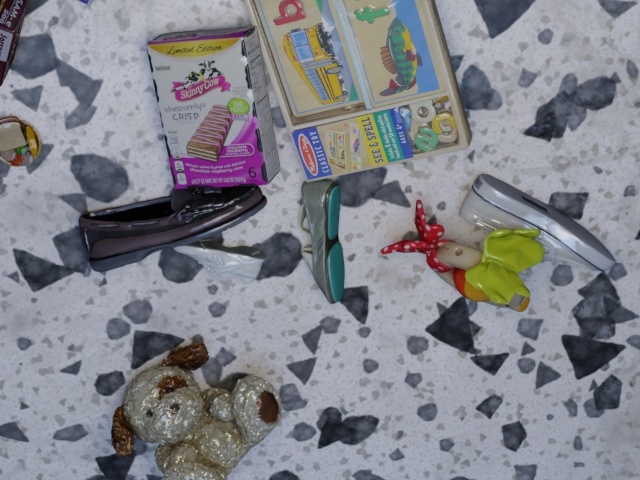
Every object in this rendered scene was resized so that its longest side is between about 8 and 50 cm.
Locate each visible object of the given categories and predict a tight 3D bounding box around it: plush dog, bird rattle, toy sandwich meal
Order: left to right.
[{"bbox_3d":[-0.473,-0.151,1.856,0.085,0.029,0.086,-2,112,-4],"label":"toy sandwich meal"},{"bbox_3d":[-0.224,0.301,2.002,0.225,0.210,0.262,42,75,-4],"label":"plush dog"},{"bbox_3d":[0.233,0.050,1.917,0.253,0.143,0.207,8,153,33],"label":"bird rattle"}]

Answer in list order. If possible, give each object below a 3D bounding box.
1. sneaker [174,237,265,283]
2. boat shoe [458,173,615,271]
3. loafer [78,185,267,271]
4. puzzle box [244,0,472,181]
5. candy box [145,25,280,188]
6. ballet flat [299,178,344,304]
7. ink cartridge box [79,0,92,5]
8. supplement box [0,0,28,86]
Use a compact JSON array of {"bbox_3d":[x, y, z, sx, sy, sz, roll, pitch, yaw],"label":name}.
[{"bbox_3d":[-0.169,0.033,1.942,0.152,0.054,0.061,15,113,-11],"label":"sneaker"},{"bbox_3d":[0.350,-0.008,1.945,0.267,0.096,0.088,27,111,-13],"label":"boat shoe"},{"bbox_3d":[-0.237,-0.041,1.882,0.302,0.109,0.095,-20,108,7],"label":"loafer"},{"bbox_3d":[0.043,-0.300,1.782,0.272,0.052,0.409,-11,114,21],"label":"puzzle box"},{"bbox_3d":[-0.160,-0.199,1.815,0.159,0.071,0.233,-2,113,17],"label":"candy box"},{"bbox_3d":[0.000,0.000,1.944,0.068,0.072,0.213,7,113,22],"label":"ballet flat"},{"bbox_3d":[-0.394,-0.418,1.668,0.208,0.206,0.045,24,77,-15],"label":"ink cartridge box"},{"bbox_3d":[-0.556,-0.326,1.728,0.239,0.073,0.130,19,142,-12],"label":"supplement box"}]
